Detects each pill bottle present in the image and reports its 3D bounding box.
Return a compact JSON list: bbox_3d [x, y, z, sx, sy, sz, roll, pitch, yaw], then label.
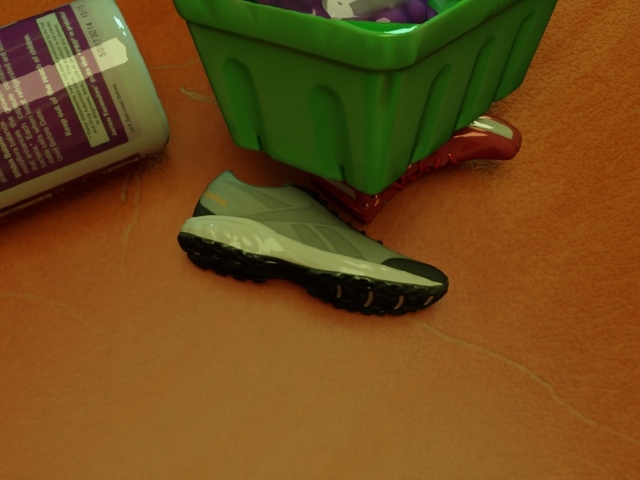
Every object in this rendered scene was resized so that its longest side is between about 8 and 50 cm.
[{"bbox_3d":[-0.315,-0.112,0.800,0.301,0.169,0.169,-24,74,-12],"label":"pill bottle"}]

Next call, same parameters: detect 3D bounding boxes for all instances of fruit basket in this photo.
[{"bbox_3d":[0.049,-0.280,0.729,0.282,0.392,0.392,23,69,30],"label":"fruit basket"}]

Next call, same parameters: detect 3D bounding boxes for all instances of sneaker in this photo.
[{"bbox_3d":[0.095,-0.072,0.869,0.221,0.087,0.128,7,79,12],"label":"sneaker"},{"bbox_3d":[0.000,0.000,0.821,0.271,0.100,0.108,18,66,3],"label":"sneaker"}]
